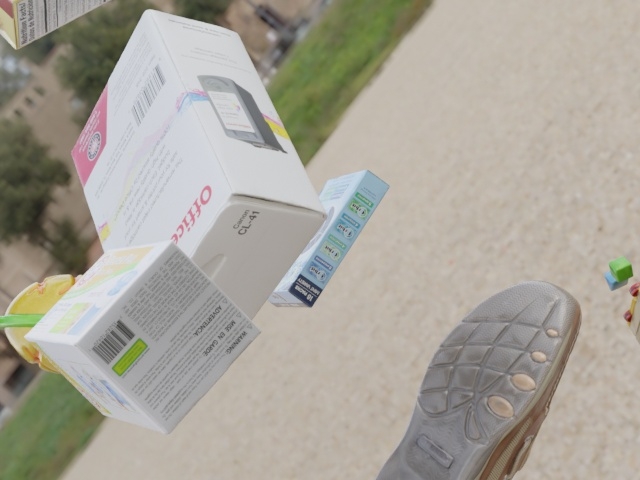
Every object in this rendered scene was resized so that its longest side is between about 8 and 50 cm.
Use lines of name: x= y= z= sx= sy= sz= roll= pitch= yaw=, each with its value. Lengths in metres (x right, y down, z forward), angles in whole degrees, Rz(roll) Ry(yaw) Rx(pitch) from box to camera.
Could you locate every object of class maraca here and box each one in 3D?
maraca: x=-0.267 y=0.083 z=1.352 sx=0.127 sy=0.185 sz=0.099 roll=30 pitch=-119 yaw=-70

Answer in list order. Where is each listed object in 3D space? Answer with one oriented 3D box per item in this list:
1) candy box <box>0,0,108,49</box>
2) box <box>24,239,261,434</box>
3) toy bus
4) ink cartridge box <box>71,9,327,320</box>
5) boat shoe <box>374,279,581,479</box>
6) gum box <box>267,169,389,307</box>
candy box: x=-0.276 y=-0.371 z=1.565 sx=0.316 sy=0.183 sz=0.087 roll=-35 pitch=-22 yaw=-26
box: x=-0.151 y=0.077 z=1.105 sx=0.114 sy=0.103 sz=0.203 roll=-48 pitch=15 yaw=-18
toy bus: x=0.532 y=0.111 z=2.050 sx=0.104 sy=0.191 sz=0.202 roll=-24 pitch=20 yaw=-5
ink cartridge box: x=-0.143 y=-0.065 z=1.469 sx=0.226 sy=0.131 sz=0.306 roll=-54 pitch=45 yaw=31
boat shoe: x=0.164 y=0.182 z=1.372 sx=0.116 sy=0.123 sz=0.324 roll=13 pitch=-66 yaw=-52
gum box: x=0.000 y=0.000 z=1.728 sx=0.184 sy=0.041 sz=0.157 roll=-58 pitch=14 yaw=-11
